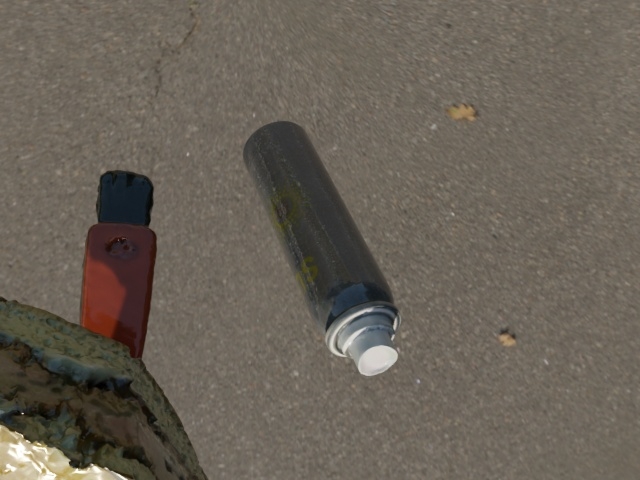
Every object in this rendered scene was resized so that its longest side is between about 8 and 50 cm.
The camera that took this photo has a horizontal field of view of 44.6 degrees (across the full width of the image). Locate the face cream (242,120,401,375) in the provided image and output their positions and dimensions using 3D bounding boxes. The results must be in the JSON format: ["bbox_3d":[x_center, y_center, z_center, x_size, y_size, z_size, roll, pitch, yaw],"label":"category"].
[{"bbox_3d":[0.000,0.000,0.719,0.073,0.283,0.073,-15,139,-13],"label":"face cream"}]

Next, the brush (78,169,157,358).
[{"bbox_3d":[-0.205,0.091,0.774,0.070,0.051,0.323,4,88,-17],"label":"brush"}]

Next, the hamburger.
[{"bbox_3d":[-0.213,0.163,0.610,0.245,0.155,0.282,-9,123,0],"label":"hamburger"}]
